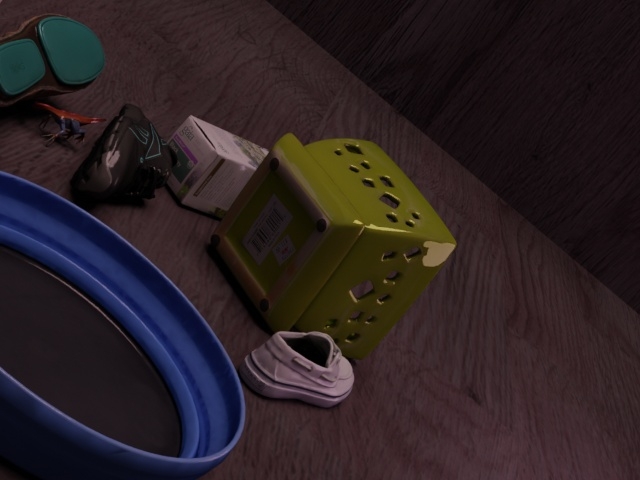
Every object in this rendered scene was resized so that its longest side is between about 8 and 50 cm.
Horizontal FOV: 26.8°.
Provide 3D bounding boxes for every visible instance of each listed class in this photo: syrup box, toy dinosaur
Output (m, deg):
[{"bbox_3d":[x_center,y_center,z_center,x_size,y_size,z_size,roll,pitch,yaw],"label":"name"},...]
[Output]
[{"bbox_3d":[-0.119,-0.087,1.941,0.237,0.096,0.093,20,25,-51],"label":"syrup box"},{"bbox_3d":[-0.330,-0.158,1.714,0.047,0.090,0.082,33,-22,31],"label":"toy dinosaur"}]

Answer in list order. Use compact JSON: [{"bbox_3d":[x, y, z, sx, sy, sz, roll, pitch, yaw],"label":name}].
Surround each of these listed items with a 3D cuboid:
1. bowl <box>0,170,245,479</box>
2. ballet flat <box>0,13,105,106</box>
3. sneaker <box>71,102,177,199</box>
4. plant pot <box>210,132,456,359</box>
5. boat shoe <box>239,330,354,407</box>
[{"bbox_3d":[-0.245,0.084,1.256,0.391,0.077,0.391,38,17,-13],"label":"bowl"},{"bbox_3d":[-0.380,-0.221,1.683,0.316,0.106,0.108,-33,108,-71],"label":"ballet flat"},{"bbox_3d":[-0.237,-0.103,1.714,0.106,0.101,0.267,40,16,-11],"label":"sneaker"},{"bbox_3d":[0.000,0.000,1.780,0.207,0.228,0.227,11,33,-47],"label":"plant pot"},{"bbox_3d":[-0.007,0.150,1.620,0.083,0.076,0.226,48,17,20],"label":"boat shoe"}]
